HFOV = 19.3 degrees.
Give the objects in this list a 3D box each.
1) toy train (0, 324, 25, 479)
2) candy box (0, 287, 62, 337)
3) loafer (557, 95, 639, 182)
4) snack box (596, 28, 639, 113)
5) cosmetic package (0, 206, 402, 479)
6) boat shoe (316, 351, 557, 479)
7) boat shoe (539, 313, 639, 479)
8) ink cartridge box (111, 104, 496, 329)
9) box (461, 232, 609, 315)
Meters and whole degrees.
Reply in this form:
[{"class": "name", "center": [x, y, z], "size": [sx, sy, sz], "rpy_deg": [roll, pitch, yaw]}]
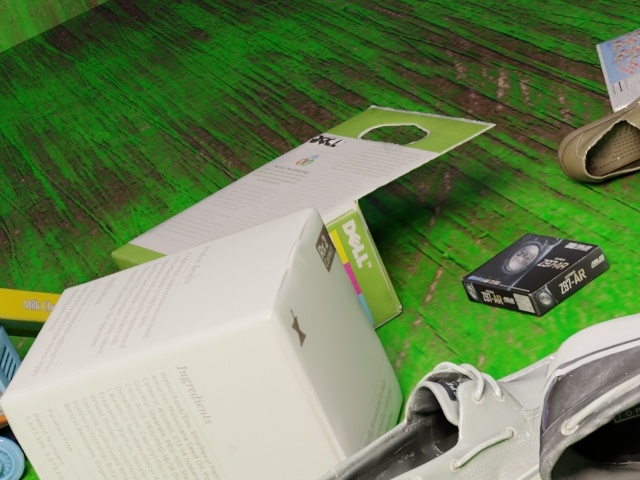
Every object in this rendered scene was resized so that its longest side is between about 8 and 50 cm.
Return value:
[{"class": "toy train", "center": [-0.288, 0.138, 1.371], "size": [0.184, 0.105, 0.080], "rpy_deg": [-21, 20, 9]}, {"class": "candy box", "center": [-0.215, 0.058, 1.445], "size": [0.105, 0.027, 0.206], "rpy_deg": [-10, -12, 38]}, {"class": "loafer", "center": [0.249, -0.082, 1.405], "size": [0.148, 0.056, 0.050], "rpy_deg": [-32, 20, 8]}, {"class": "snack box", "center": [0.269, -0.141, 1.571], "size": [0.064, 0.022, 0.178], "rpy_deg": [-21, 20, 12]}, {"class": "cosmetic package", "center": [-0.067, 0.097, 1.156], "size": [0.184, 0.151, 0.151], "rpy_deg": [-18, 21, 18]}, {"class": "boat shoe", "center": [0.079, 0.113, 1.053], "size": [0.227, 0.081, 0.079], "rpy_deg": [-34, 22, -25]}, {"class": "boat shoe", "center": [0.249, 0.067, 0.947], "size": [0.301, 0.108, 0.102], "rpy_deg": [-16, 25, 21]}, {"class": "ink cartridge box", "center": [0.000, 0.000, 1.414], "size": [0.255, 0.097, 0.189], "rpy_deg": [-30, 20, -22]}, {"class": "box", "center": [0.147, 0.023, 1.299], "size": [0.067, 0.018, 0.083], "rpy_deg": [-33, 21, -22]}]
